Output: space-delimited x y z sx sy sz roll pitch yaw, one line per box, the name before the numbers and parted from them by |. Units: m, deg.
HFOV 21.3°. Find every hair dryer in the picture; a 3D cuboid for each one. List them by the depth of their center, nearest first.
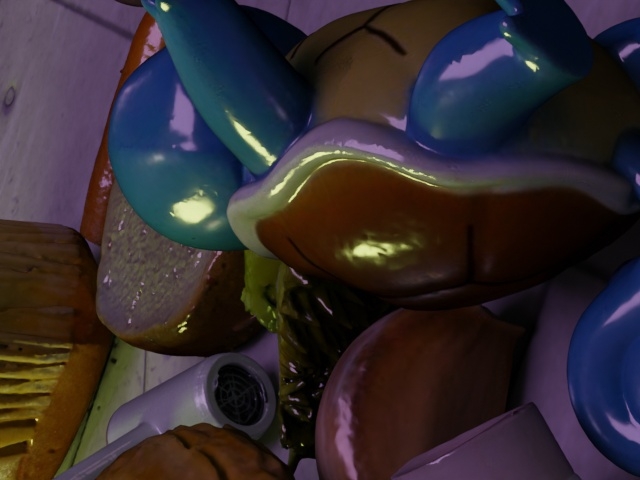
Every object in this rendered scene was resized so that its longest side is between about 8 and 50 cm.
hair dryer | -0.148 0.156 1.181 0.131 0.236 0.073 -33 84 46

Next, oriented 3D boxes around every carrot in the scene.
carrot | -0.142 -0.102 1.405 0.067 0.067 0.225 39 112 55

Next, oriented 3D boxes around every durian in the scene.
durian | 0.007 0.002 1.109 0.132 0.107 0.375 14 85 63

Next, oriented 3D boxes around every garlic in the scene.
garlic | 0.058 0.139 0.989 0.115 0.128 0.206 121 144 -64

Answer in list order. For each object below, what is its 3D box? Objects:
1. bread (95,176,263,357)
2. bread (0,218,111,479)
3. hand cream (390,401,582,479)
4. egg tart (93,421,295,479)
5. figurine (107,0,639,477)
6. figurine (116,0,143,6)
bread | -0.089 -0.022 1.293 0.236 0.070 0.236 -29 54 49
bread | -0.280 0.114 1.451 0.288 0.156 0.204 -64 29 30
hand cream | 0.129 0.202 0.825 0.133 0.083 0.248 -31 85 49
egg tart | -0.058 0.324 0.990 0.443 0.178 0.443 -34 51 57
figurine | 0.075 -0.056 0.910 0.416 0.298 0.243 26 118 30
figurine | -0.143 -0.256 1.423 0.138 0.125 0.125 5 83 47
